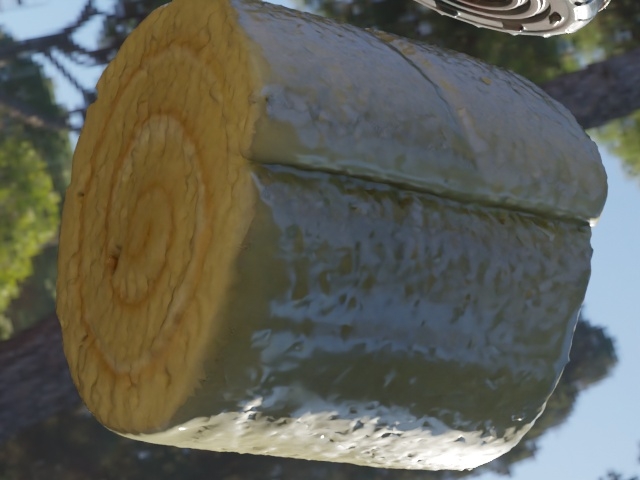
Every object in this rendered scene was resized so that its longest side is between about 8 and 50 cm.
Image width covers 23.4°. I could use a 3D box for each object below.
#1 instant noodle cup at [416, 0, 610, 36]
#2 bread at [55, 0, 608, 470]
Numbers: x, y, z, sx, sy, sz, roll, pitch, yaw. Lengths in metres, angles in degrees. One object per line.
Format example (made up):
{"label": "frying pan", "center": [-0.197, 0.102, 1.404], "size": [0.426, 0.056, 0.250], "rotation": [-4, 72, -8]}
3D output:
{"label": "instant noodle cup", "center": [0.126, -0.251, 1.038], "size": [0.258, 0.302, 0.182], "rotation": [9, -105, 55]}
{"label": "bread", "center": [0.000, 0.000, 0.524], "size": [0.134, 0.141, 0.148], "rotation": [46, -61, 53]}
